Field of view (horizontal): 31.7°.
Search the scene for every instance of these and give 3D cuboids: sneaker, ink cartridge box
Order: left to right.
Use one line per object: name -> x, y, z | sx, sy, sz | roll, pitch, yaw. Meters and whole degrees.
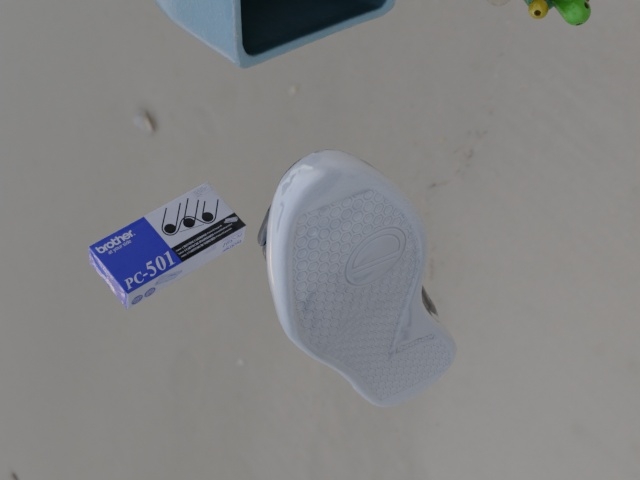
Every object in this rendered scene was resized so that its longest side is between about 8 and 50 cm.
ink cartridge box -> -0.216, 0.005, 1.607 | 0.097, 0.207, 0.046 | 48, 151, 21
sneaker -> 0.000, 0.000, 0.740 | 0.147, 0.104, 0.296 | 52, 177, 30

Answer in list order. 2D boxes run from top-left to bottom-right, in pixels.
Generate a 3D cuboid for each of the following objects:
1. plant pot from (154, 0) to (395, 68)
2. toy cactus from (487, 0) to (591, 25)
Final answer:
plant pot -> -0.087, -0.373, 1.273 | 0.252, 0.248, 0.247 | 28, 132, 39
toy cactus -> 0.202, -0.306, 1.204 | 0.219, 0.112, 0.180 | 35, 175, 6
